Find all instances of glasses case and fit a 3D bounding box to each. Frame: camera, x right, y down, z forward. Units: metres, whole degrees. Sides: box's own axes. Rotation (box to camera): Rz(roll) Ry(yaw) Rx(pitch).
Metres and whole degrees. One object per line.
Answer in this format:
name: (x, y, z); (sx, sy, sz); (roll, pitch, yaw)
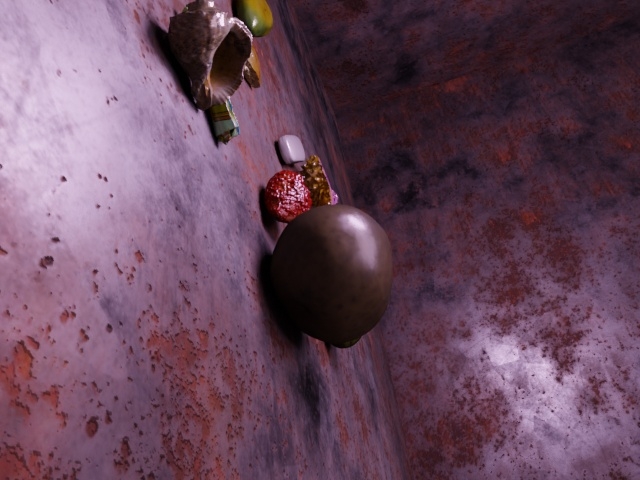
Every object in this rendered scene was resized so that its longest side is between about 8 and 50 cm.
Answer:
glasses case: (-0.093, -0.298, 1.639); (0.233, 0.059, 0.092); (-55, 126, -76)

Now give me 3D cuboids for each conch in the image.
conch: (-0.200, -0.347, 0.928); (0.130, 0.155, 0.207); (-125, -148, -63)

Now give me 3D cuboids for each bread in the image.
bread: (-0.198, -0.493, 1.406); (0.154, 0.054, 0.136); (-89, 164, -50)

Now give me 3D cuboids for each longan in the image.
longan: (0.028, 0.080, 1.152); (0.288, 0.288, 0.350); (-90, 170, -56)

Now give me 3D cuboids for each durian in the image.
durian: (-0.022, -0.200, 1.765); (0.191, 0.112, 0.341); (62, 4, -12)

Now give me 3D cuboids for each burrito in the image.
burrito: (-0.221, -0.341, 1.041); (0.104, 0.054, 0.288); (-50, 124, -78)

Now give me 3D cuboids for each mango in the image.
mango: (-0.210, -0.708, 1.560); (0.237, 0.091, 0.137); (-80, 146, -68)

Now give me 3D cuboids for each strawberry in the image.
strawberry: (-0.087, -0.099, 1.252); (0.148, 0.131, 0.131); (-64, 147, -28)

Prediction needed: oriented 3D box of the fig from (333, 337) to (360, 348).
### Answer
fig: (0.056, 0.261, 1.524); (0.156, 0.123, 0.123); (-4, -74, 61)
